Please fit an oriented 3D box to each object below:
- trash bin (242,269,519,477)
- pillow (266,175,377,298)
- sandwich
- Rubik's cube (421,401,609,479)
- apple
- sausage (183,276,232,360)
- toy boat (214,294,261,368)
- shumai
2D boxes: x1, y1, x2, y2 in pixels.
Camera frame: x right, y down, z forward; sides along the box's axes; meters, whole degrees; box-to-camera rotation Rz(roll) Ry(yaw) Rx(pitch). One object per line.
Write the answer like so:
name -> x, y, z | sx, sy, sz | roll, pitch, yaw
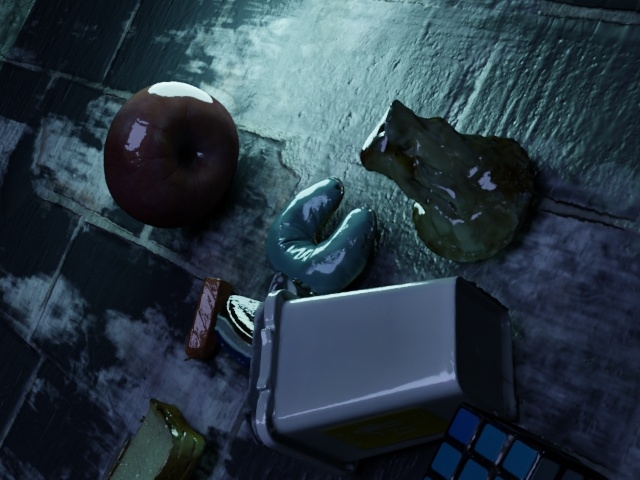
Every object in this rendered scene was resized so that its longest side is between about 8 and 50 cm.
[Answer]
trash bin -> 0.091, 0.174, 1.535 | 0.368, 0.256, 0.296 | -17, 55, 33
pillow -> 0.000, 0.000, 1.845 | 0.214, 0.086, 0.233 | -51, 42, 4
sandwich -> -0.319, 0.445, 1.916 | 0.251, 0.087, 0.226 | -63, 24, -3
Rubik's cube -> 0.246, 0.330, 1.332 | 0.162, 0.163, 0.160 | 25, 88, 54
apple -> -0.316, -0.178, 2.138 | 0.235, 0.306, 0.305 | 9, 76, 56
sausage -> -0.223, 0.160, 2.005 | 0.065, 0.065, 0.169 | -3, 67, 46
toy boat -> -0.120, 0.192, 1.852 | 0.262, 0.114, 0.115 | 42, 132, 49
shumai -> 0.192, -0.097, 1.605 | 0.272, 0.204, 0.222 | 27, 90, 47
